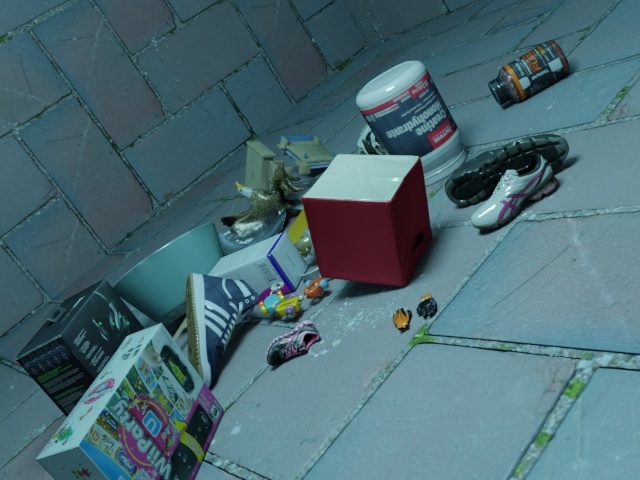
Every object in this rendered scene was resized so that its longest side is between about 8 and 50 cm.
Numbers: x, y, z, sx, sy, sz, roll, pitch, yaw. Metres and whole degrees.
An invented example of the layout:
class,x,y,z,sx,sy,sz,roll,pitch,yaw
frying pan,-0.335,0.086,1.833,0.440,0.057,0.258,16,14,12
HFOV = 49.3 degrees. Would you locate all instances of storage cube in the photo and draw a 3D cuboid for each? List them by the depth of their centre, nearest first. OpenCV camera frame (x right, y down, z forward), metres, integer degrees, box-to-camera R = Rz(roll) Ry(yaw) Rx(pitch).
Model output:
class,x,y,z,sx,sy,sz,roll,pitch,yaw
storage cube,0.100,-0.046,1.388,0.215,0.193,0.183,4,36,27

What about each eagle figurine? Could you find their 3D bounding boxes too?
class,x,y,z,sx,sy,sz,roll,pitch,yaw
eagle figurine,-0.182,-0.089,2.110,0.226,0.225,0.298,5,-55,-50

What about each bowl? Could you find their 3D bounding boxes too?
class,x,y,z,sx,sy,sz,roll,pitch,yaw
bowl,-0.366,0.105,1.816,0.312,0.163,0.311,-34,-1,-1

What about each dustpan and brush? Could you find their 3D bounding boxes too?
class,x,y,z,sx,sy,sz,roll,pitch,yaw
dustpan and brush,0.031,0.045,1.558,0.147,0.060,0.211,-36,19,-10

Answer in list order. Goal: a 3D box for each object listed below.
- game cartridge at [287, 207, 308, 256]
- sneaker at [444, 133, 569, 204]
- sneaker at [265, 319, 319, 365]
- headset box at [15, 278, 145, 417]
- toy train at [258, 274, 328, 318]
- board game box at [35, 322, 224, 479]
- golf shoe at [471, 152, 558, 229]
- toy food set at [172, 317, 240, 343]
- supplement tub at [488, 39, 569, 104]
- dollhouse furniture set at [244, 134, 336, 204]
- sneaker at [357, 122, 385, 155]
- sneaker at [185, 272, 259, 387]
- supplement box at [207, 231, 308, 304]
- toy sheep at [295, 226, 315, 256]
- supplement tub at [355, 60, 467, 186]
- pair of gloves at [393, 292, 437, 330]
class,x,y,z,sx,sy,sz,roll,pitch,yaw
game cartridge,0.053,-0.083,1.869,0.285,0.052,0.323,-23,19,28
sneaker,0.382,-0.165,1.450,0.267,0.101,0.106,-20,24,33
sneaker,-0.051,0.203,1.341,0.119,0.047,0.057,-38,31,-10
headset box,-0.493,0.257,1.535,0.131,0.283,0.246,-27,21,17
toy train,-0.056,0.129,1.525,0.166,0.046,0.125,-9,29,44
board game box,-0.296,0.320,1.161,0.098,0.224,0.303,-22,22,24
golf shoe,0.360,-0.094,1.339,0.186,0.086,0.067,-35,20,-2
toy food set,-0.253,0.212,1.655,0.192,0.038,0.132,-7,36,32
supplement tub,0.550,-0.439,1.854,0.198,0.106,0.106,-30,19,11
dollhouse furniture set,-0.074,-0.215,2.363,0.304,0.198,0.286,-9,31,-28
sneaker,0.184,-0.285,2.079,0.146,0.122,0.330,-48,17,14
sneaker,-0.208,0.191,1.513,0.099,0.153,0.282,117,150,-45
supplement box,-0.158,0.081,1.695,0.220,0.111,0.114,-21,22,30
toy sheep,0.000,0.000,1.677,0.132,0.091,0.091,-18,10,-29
supplement tub,0.228,-0.287,1.732,0.191,0.272,0.191,-29,19,11
pair of gloves,0.165,0.126,1.225,0.083,0.010,0.074,-27,18,9
